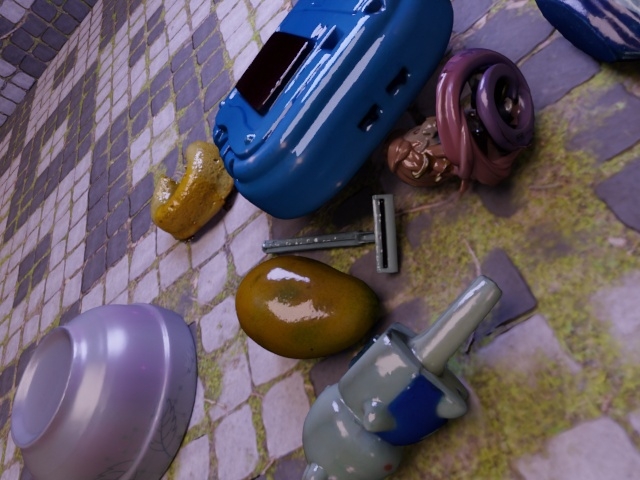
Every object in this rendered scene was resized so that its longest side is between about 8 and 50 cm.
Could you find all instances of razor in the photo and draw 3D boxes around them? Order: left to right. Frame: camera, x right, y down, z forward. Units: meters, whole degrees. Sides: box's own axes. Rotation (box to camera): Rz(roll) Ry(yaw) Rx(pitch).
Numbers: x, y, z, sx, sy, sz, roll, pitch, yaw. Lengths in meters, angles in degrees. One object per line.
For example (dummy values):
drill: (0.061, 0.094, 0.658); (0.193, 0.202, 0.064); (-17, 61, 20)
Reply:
razor: (0.005, 0.000, 0.584); (0.211, 0.036, 0.084); (-6, 83, 46)

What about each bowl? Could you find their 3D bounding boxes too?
bowl: (-0.321, 0.215, 0.682); (0.287, 0.143, 0.287); (-22, 55, 34)

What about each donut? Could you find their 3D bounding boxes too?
donut: (-0.216, -0.077, 0.795); (0.181, 0.078, 0.146); (-26, 50, 32)

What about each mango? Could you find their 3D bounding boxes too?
mango: (-0.021, 0.074, 0.523); (0.163, 0.089, 0.111); (21, 82, 38)

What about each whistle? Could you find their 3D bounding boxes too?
whistle: (0.065, 0.128, 0.410); (0.092, 0.110, 0.244); (44, 101, 14)

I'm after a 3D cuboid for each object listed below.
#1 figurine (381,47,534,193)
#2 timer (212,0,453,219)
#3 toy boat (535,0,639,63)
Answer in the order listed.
figurine: (0.131, -0.094, 0.474); (0.114, 0.126, 0.157); (48, 137, 5)
timer: (-0.011, -0.195, 0.602); (0.309, 0.115, 0.340); (-52, 30, 9)
toy boat: (0.321, -0.276, 0.420); (0.210, 0.070, 0.292); (35, 89, 42)
